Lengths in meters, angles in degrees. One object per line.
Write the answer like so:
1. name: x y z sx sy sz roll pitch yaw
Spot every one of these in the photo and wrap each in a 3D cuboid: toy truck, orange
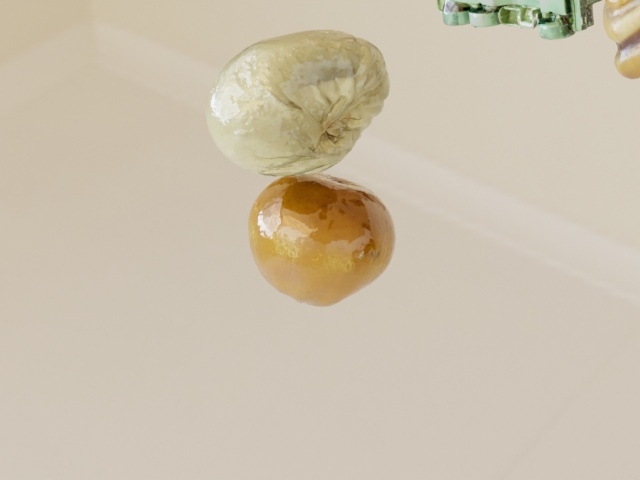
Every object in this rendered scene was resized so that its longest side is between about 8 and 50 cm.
1. toy truck: 0.259 -0.339 2.315 0.135 0.128 0.259 -20 -158 -30
2. orange: 0.000 0.000 1.916 0.159 0.136 0.159 18 -173 -2

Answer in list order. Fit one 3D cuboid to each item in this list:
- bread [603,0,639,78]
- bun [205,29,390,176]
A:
1. bread: 0.251 -0.200 1.309 0.116 0.077 0.200 -31 -160 25
2. bun: -0.017 -0.134 1.823 0.188 0.164 0.111 -10 -135 -28
